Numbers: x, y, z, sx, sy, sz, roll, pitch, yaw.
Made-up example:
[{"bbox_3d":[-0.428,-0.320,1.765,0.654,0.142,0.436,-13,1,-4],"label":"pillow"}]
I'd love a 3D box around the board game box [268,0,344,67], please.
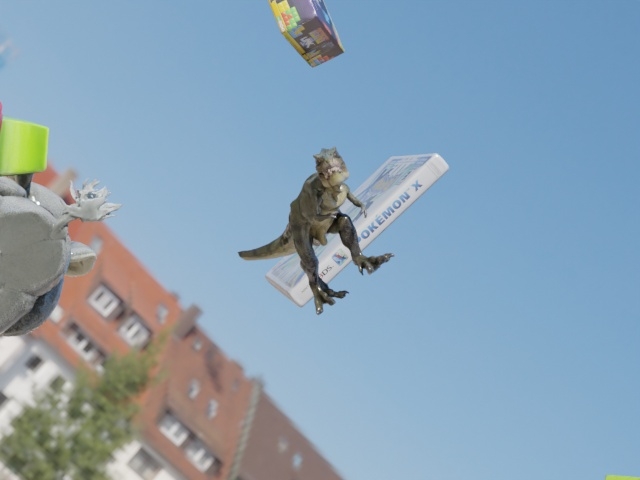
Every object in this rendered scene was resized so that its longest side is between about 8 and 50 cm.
[{"bbox_3d":[-0.037,-0.300,1.487,0.141,0.048,0.170,33,34,-75],"label":"board game box"}]

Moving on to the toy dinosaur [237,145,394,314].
[{"bbox_3d":[0.000,0.000,1.293,0.118,0.064,0.268,54,-32,8],"label":"toy dinosaur"}]

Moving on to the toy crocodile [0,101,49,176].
[{"bbox_3d":[-0.282,-0.099,0.927,0.105,0.115,0.340,4,-13,3],"label":"toy crocodile"}]

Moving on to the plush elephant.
[{"bbox_3d":[-0.466,-0.007,1.931,0.272,0.330,0.255,66,-11,-11],"label":"plush elephant"}]

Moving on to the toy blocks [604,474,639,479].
[{"bbox_3d":[0.270,0.356,1.053,0.381,0.261,0.191,3,-49,14],"label":"toy blocks"}]

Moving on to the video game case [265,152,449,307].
[{"bbox_3d":[0.046,-0.023,2.013,0.036,0.300,0.329,47,-4,-8],"label":"video game case"}]
